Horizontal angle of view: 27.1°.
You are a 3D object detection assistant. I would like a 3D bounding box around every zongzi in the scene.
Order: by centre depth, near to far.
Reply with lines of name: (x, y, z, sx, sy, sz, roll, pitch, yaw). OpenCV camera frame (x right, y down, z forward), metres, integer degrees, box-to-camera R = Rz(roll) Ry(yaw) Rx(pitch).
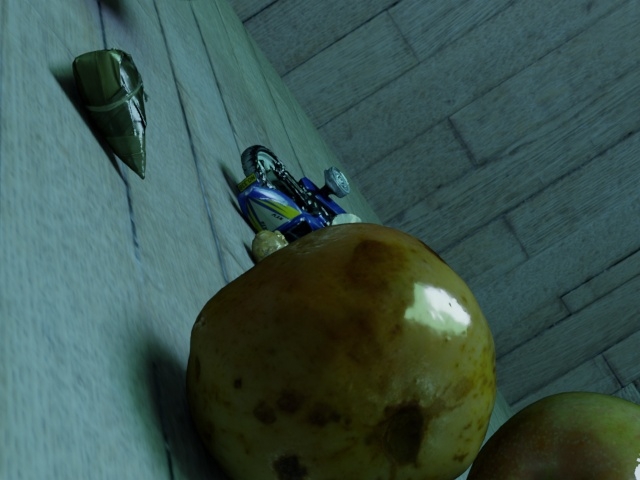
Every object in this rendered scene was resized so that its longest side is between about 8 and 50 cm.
zongzi: (-0.178, -0.115, 1.192, 0.109, 0.055, 0.119, -90, 158, -81)

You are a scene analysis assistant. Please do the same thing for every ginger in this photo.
ginger: (0.000, 0.084, 1.508, 0.193, 0.052, 0.176, 44, 12, -43)

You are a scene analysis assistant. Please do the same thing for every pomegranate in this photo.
pomegranate: (0.011, 0.087, 0.932, 0.215, 0.215, 0.215, 56, 7, -11)

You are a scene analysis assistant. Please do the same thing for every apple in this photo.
apple: (0.317, 0.331, 1.595, 0.277, 0.319, 0.319, 50, 10, -45)

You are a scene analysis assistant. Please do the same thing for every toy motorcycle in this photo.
toy motorcycle: (0.000, 0.000, 1.691, 0.315, 0.113, 0.169, 41, 25, -37)

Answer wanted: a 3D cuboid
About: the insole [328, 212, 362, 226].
insole: (0.048, 0.088, 1.622, 0.081, 0.011, 0.248, -2, 80, -42)
